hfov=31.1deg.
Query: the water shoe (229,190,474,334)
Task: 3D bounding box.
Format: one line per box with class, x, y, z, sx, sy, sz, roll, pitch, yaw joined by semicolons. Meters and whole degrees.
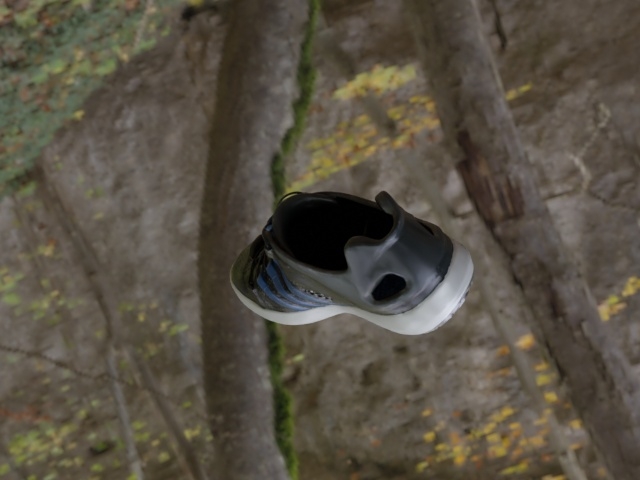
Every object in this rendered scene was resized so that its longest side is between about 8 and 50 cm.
water shoe;0.000;0.000;0.639;0.203;0.080;0.073;0;-128;55
